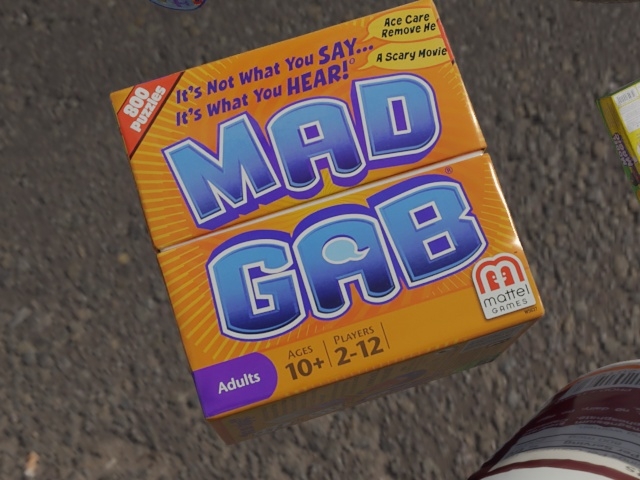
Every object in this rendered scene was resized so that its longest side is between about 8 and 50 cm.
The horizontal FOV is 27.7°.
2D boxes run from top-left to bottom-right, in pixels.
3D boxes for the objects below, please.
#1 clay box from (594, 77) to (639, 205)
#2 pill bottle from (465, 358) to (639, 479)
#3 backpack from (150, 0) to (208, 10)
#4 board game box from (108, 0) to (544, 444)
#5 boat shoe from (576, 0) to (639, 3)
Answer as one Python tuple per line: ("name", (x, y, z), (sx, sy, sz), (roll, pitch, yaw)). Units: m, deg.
("clay box", (0.477, -0.118, 1.774), (0.127, 0.053, 0.222), (-26, 97, -16))
("pill bottle", (0.176, 0.224, 0.809), (0.224, 0.392, 0.224), (5, 101, 25))
("backpack", (-0.196, -0.364, 1.658), (0.158, 0.173, 0.117), (10, 51, 21))
("board game box", (0.000, 0.000, 1.473), (0.356, 0.356, 0.356), (-17, 78, -5))
("boat shoe", (0.299, -0.414, 1.809), (0.342, 0.123, 0.123), (16, 96, 18))
